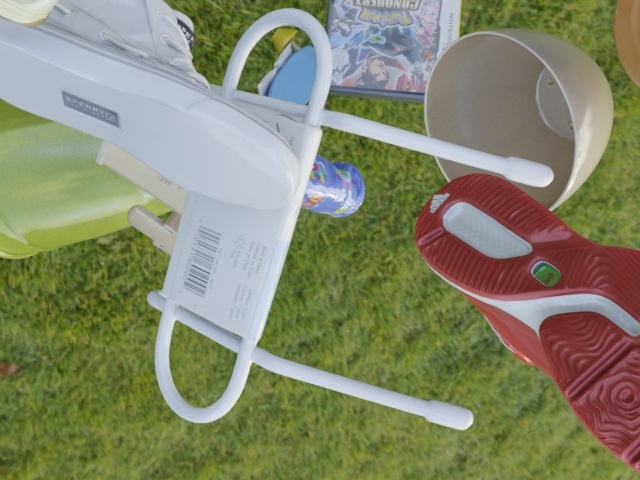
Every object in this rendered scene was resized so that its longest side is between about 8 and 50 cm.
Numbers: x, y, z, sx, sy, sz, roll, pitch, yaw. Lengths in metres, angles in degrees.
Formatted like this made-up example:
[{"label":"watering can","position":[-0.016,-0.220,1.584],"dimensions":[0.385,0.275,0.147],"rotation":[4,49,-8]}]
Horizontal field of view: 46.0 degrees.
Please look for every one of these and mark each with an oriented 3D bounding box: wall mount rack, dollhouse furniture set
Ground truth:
[{"label":"wall mount rack","position":[0.000,0.000,0.629],"dimensions":[0.131,0.304,0.349],"rotation":[8,100,-52]},{"label":"dollhouse furniture set","position":[-0.168,-0.174,1.143],"dimensions":[0.198,0.286,0.303],"rotation":[35,56,-9]}]

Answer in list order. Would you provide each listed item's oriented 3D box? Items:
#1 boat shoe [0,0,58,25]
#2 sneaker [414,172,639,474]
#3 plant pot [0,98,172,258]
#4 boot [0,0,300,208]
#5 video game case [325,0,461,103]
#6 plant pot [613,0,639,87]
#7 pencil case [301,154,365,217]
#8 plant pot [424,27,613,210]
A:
[{"label":"boat shoe","position":[-0.217,-0.176,0.426],"dimensions":[0.153,0.056,0.048],"rotation":[23,134,-41]},{"label":"sneaker","position":[0.155,0.054,0.406],"dimensions":[0.087,0.221,0.128],"rotation":[-44,143,6]},{"label":"plant pot","position":[-0.401,-0.160,1.337],"dimensions":[0.353,0.366,0.366],"rotation":[-4,126,14]},{"label":"boot","position":[-0.117,-0.126,0.561],"dimensions":[0.258,0.123,0.095],"rotation":[26,146,1]},{"label":"video game case","position":[0.146,-0.413,1.554],"dimensions":[0.275,0.035,0.248],"rotation":[6,83,2]},{"label":"plant pot","position":[0.478,-0.252,0.845],"dimensions":[0.204,0.291,0.290],"rotation":[0,118,-29]},{"label":"pencil case","position":[-0.039,-0.129,1.491],"dimensions":[0.119,0.133,0.306],"rotation":[-30,155,28]},{"label":"plant pot","position":[0.322,-0.191,1.133],"dimensions":[0.191,0.284,0.284],"rotation":[-24,128,-31]}]
